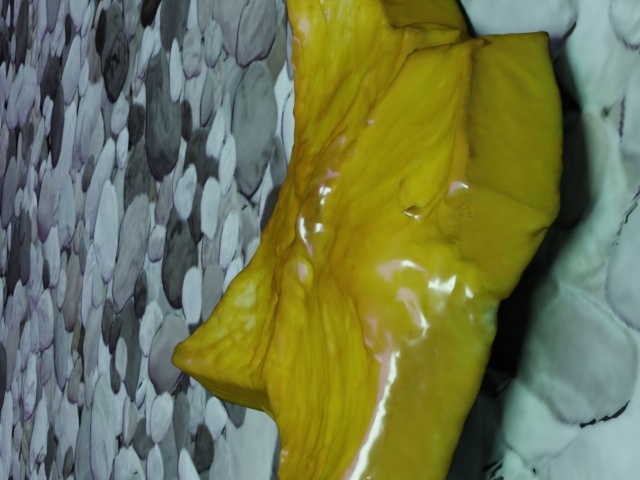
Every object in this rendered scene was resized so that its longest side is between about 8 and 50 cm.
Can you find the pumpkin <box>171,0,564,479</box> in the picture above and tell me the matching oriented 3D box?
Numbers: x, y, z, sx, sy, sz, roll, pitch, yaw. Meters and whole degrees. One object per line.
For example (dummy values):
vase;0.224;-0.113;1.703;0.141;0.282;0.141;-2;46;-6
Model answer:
pumpkin;0.012;-0.010;0.527;0.258;0.095;0.290;-137;60;-64
